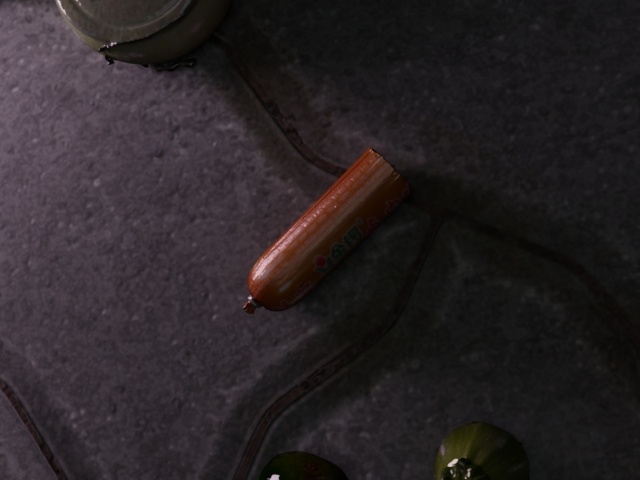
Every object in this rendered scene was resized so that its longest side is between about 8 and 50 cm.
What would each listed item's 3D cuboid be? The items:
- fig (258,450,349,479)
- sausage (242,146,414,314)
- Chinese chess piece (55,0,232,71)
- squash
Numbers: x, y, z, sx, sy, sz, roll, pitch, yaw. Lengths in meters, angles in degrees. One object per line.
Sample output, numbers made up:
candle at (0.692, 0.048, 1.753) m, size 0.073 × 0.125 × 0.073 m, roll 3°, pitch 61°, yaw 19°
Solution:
fig at (-0.029, 0.322, 1.184) m, size 0.117 × 0.117 × 0.177 m, roll 20°, pitch 100°, yaw 16°
sausage at (0.000, 0.000, 1.223) m, size 0.234 × 0.071 × 0.071 m, roll -45°, pitch 75°, yaw 7°
Chinese chess piece at (-0.209, -0.322, 1.304) m, size 0.238 × 0.092 × 0.237 m, roll -1°, pitch 84°, yaw 14°
squash at (0.156, 0.243, 1.121) m, size 0.105 × 0.132 × 0.105 m, roll -1°, pitch 85°, yaw 16°
